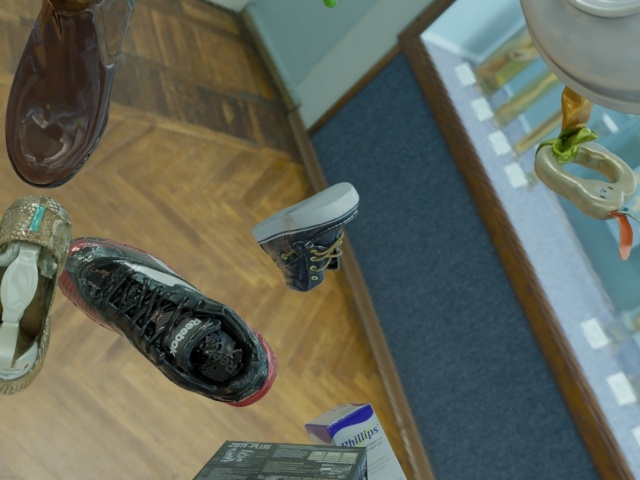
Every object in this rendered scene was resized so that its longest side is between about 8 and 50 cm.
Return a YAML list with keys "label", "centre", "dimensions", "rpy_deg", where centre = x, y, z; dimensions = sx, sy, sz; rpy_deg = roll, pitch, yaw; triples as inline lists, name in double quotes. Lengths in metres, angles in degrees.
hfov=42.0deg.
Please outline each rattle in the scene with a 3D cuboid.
- label: "rattle"
  centre: [0.344, -0.093, 0.978]
  dimensions: [0.130, 0.142, 0.199]
  rpy_deg: [19, 31, -20]

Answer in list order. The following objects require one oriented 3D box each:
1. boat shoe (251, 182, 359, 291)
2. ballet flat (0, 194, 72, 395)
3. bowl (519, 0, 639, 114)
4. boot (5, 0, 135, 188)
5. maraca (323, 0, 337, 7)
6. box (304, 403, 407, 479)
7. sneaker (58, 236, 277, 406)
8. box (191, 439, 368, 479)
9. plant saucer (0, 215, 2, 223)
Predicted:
- label: "boat shoe"
  centre: [0.000, 0.000, 0.830]
  dimensions: [0.065, 0.183, 0.083]
  rpy_deg: [-35, 98, -26]
- label: "ballet flat"
  centre: [-0.256, 0.060, 0.689]
  dimensions: [0.073, 0.206, 0.067]
  rpy_deg: [12, 27, -13]
- label: "bowl"
  centre: [0.296, -0.266, 0.761]
  dimensions: [0.134, 0.298, 0.298]
  rpy_deg: [-6, 62, -52]
- label: "boot"
  centre: [-0.198, -0.176, 0.663]
  dimensions: [0.096, 0.264, 0.280]
  rpy_deg: [26, -6, -10]
- label: "maraca"
  centre: [-0.005, -0.371, 1.069]
  dimensions: [0.099, 0.127, 0.185]
  rpy_deg: [-5, 35, -32]
- label: "box"
  centre: [0.049, 0.301, 1.154]
  dimensions: [0.072, 0.126, 0.137]
  rpy_deg: [-24, 87, -19]
- label: "sneaker"
  centre: [-0.164, 0.081, 0.880]
  dimensions: [0.276, 0.097, 0.135]
  rpy_deg: [35, -9, -1]
- label: "box"
  centre: [-0.045, 0.293, 0.950]
  dimensions: [0.147, 0.180, 0.077]
  rpy_deg: [-35, 124, -76]
- label: "plant saucer"
  centre: [-0.653, 0.028, 1.133]
  dimensions: [0.081, 0.333, 0.333]
  rpy_deg: [47, 1, 39]
